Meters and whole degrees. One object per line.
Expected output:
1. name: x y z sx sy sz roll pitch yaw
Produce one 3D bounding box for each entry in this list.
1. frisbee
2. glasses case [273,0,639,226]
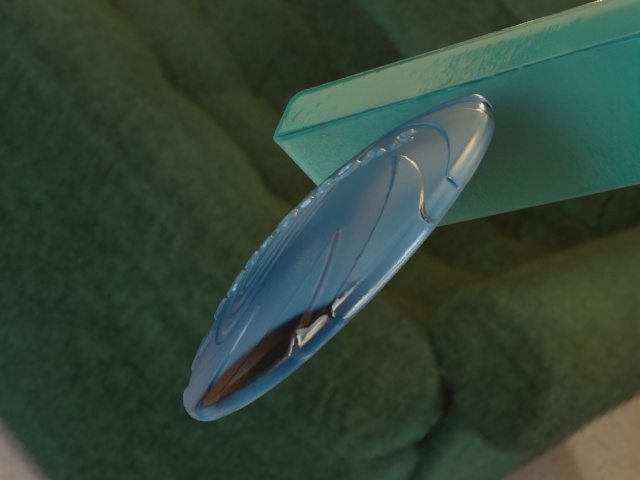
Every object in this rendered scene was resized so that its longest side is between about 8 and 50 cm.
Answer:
1. frisbee: 0.000 0.000 0.879 0.045 0.242 0.242 42 29 -9
2. glasses case: 0.120 -0.080 0.986 0.117 0.301 0.070 47 48 -31
